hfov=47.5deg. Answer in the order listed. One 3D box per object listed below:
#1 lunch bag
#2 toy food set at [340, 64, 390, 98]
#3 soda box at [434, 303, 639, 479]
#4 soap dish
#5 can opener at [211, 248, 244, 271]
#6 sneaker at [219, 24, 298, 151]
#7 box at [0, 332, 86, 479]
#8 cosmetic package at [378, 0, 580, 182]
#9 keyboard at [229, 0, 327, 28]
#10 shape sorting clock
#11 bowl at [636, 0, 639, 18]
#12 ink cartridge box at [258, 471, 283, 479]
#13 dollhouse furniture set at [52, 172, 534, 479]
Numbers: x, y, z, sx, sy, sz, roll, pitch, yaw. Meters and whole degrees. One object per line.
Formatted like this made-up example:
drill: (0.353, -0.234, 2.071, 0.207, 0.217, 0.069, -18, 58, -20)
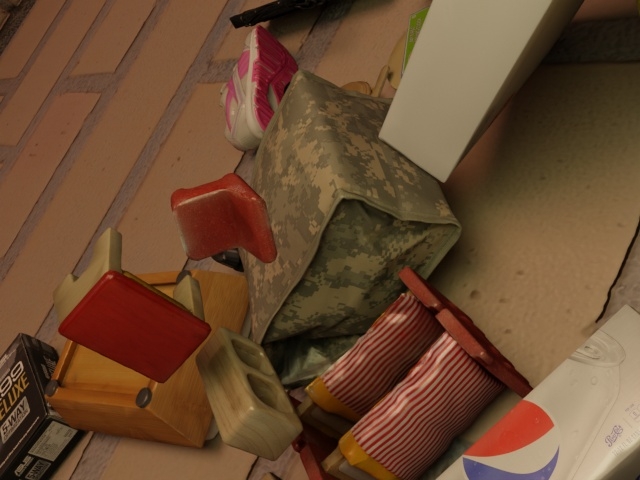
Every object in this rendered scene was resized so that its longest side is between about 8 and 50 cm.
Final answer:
lunch bag: (0.000, 0.000, 0.831, 0.287, 0.168, 0.235, -59, 31, 33)
toy food set: (0.030, -0.170, 1.042, 0.192, 0.038, 0.132, -12, 48, 51)
soda box: (0.184, 0.191, 0.579, 0.286, 0.098, 0.091, -46, 40, 9)
soap dish: (-0.238, 0.150, 0.995, 0.290, 0.118, 0.229, -6, 58, 40)
can opener: (-0.131, -0.009, 1.058, 0.059, 0.073, 0.186, -55, 30, 9)
sneaker: (-0.111, -0.247, 1.174, 0.111, 0.103, 0.252, -26, 42, 32)
box: (-0.519, 0.336, 1.159, 0.307, 0.076, 0.242, -52, 40, 2)
cosmetic package: (0.205, -0.262, 0.653, 0.097, 0.377, 0.284, 38, 62, 10)
keyboard: (-0.030, -0.395, 1.196, 0.317, 0.033, 0.201, -3, 24, 43)
shape sorting clock: (0.176, -0.271, 0.965, 0.206, 0.040, 0.206, -26, 39, 23)
bowl: (0.376, -0.191, 0.603, 0.156, 0.289, 0.290, 114, 175, -70)
ink cartridge box: (-0.050, 0.368, 0.662, 0.193, 0.088, 0.234, -42, 40, -3)
dollhouse furniture set: (-0.006, 0.093, 0.622, 0.201, 0.374, 0.152, -48, 36, 8)
